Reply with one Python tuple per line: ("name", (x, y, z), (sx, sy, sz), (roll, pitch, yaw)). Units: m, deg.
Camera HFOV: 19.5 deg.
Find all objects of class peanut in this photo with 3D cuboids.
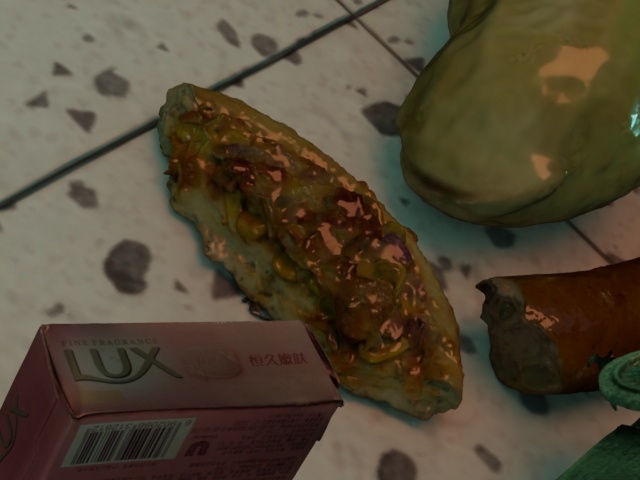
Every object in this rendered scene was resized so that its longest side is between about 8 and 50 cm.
("peanut", (0.167, -0.130, 1.209), (0.174, 0.158, 0.340), (30, 43, -11))

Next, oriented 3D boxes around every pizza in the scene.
("pizza", (0.000, -0.002, 1.063), (0.127, 0.058, 0.246), (-15, 60, -40))

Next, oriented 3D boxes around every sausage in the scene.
("sausage", (0.214, 0.028, 1.156), (0.302, 0.076, 0.103), (-21, 66, -42))

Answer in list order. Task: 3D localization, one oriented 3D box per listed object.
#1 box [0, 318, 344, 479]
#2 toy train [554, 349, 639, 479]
("box", (-0.077, 0.093, 0.891), (0.156, 0.111, 0.060), (2, 44, -32))
("toy train", (0.180, 0.160, 0.936), (0.189, 0.126, 0.307), (18, 33, 35))
